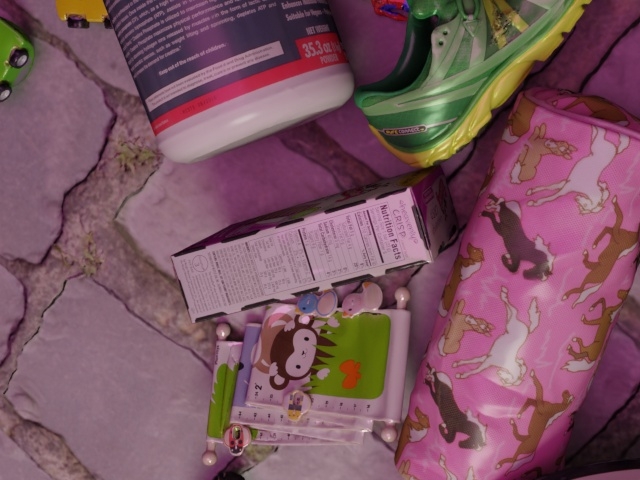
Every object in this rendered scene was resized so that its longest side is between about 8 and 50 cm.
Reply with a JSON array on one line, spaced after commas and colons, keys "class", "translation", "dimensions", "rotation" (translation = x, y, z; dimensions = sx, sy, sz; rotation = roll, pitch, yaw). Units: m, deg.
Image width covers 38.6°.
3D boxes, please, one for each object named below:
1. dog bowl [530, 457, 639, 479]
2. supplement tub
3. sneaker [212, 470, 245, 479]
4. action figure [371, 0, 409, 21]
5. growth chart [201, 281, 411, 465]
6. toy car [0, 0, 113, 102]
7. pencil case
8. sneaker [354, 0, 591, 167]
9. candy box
[{"class": "dog bowl", "translation": [0.268, 0.392, 0.777], "dimensions": [0.407, 0.150, 0.408], "rotation": [-1, 116, -1]}, {"class": "supplement tub", "translation": [-0.097, -0.223, 0.822], "dimensions": [0.191, 0.191, 0.272], "rotation": [-19, 95, 19]}, {"class": "sneaker", "translation": [-0.106, 0.328, 1.012], "dimensions": [0.073, 0.063, 0.162], "rotation": [17, 110, -5]}, {"class": "action figure", "translation": [0.088, -0.223, 0.854], "dimensions": [0.115, 0.030, 0.038], "rotation": [12, 109, 16]}, {"class": "growth chart", "translation": [-0.016, 0.131, 0.920], "dimensions": [0.237, 0.021, 0.172], "rotation": [-11, 67, 26]}, {"class": "toy car", "translation": [-0.308, -0.239, 0.956], "dimensions": [0.239, 0.053, 0.225], "rotation": [39, 109, 7]}, {"class": "pencil case", "translation": [0.192, 0.064, 0.809], "dimensions": [0.167, 0.160, 0.386], "rotation": [24, 106, 19]}, {"class": "sneaker", "translation": [0.139, -0.199, 0.777], "dimensions": [0.123, 0.109, 0.295], "rotation": [34, 102, -16]}, {"class": "candy box", "translation": [0.000, 0.000, 0.853], "dimensions": [0.233, 0.159, 0.071], "rotation": [-15, 97, 18]}]
